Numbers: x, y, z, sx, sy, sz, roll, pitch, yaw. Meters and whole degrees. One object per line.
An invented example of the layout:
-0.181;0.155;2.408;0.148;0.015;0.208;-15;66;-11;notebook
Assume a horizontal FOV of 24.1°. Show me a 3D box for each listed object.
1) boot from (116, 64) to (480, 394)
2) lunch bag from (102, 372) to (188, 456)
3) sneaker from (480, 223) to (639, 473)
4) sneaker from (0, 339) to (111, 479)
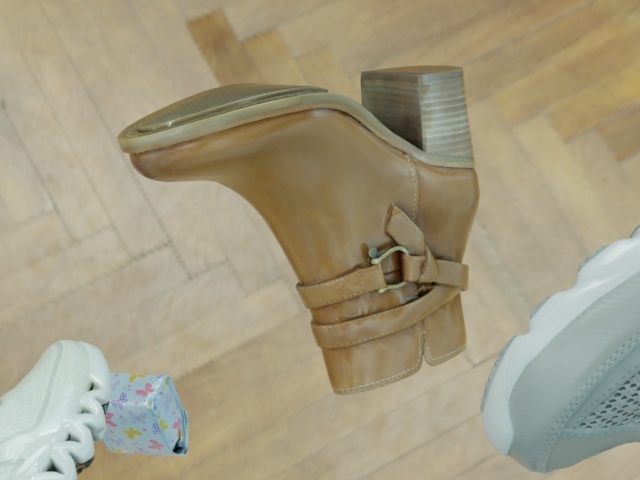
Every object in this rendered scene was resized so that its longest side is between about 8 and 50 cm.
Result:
0.000;0.000;0.716;0.197;0.073;0.152;-9;103;-31;boot
-0.161;0.160;1.348;0.071;0.083;0.053;0;39;23;lunch bag
0.195;0.034;0.528;0.281;0.105;0.115;-18;64;-3;sneaker
-0.218;0.152;0.829;0.118;0.110;0.292;38;51;-6;sneaker
